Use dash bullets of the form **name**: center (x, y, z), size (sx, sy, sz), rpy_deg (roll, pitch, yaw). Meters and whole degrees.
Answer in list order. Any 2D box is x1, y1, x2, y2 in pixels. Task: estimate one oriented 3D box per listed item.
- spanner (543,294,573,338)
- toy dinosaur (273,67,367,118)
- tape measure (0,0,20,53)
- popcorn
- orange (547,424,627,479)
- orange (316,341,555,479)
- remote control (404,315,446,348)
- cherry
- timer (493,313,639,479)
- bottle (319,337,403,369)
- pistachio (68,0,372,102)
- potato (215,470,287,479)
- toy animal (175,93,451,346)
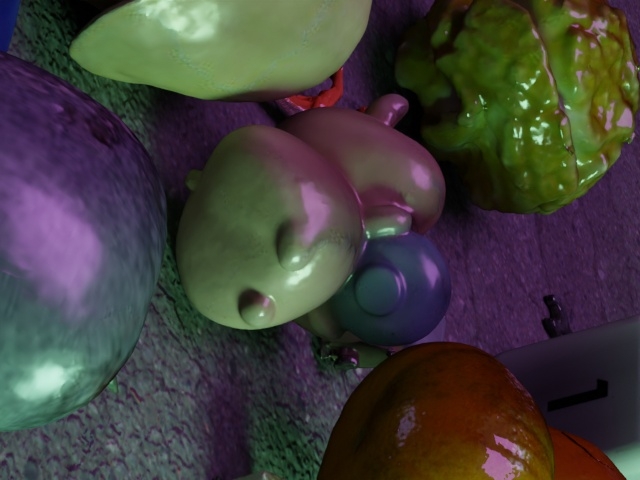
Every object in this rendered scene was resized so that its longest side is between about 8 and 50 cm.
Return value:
- **spanner**: center (0.326, 0.168, 2.383), size (0.254, 0.015, 0.054), rpy_deg (57, 30, -26)
- **toy dinosaur**: center (-0.003, -0.125, 1.928), size (0.279, 0.055, 0.101), rpy_deg (58, 37, -25)
- **tape measure**: center (-0.266, -0.177, 1.458), size (0.351, 0.098, 0.215), rpy_deg (41, 42, -47)
- **popcorn**: center (0.215, -0.159, 2.143), size (0.282, 0.247, 0.282), rpy_deg (11, 76, -50)
- **orange**: center (0.187, 0.287, 1.837), size (0.240, 0.240, 0.240), rpy_deg (37, 44, -47)
- **orange**: center (0.097, 0.198, 1.661), size (0.171, 0.240, 0.240), rpy_deg (26, 45, -15)
- **remote control**: center (0.103, 0.119, 2.002), size (0.061, 0.029, 0.162), rpy_deg (52, 34, -35)
- **cherry**: center (-0.221, 0.000, 1.311), size (0.296, 0.218, 0.255), rpy_deg (41, 43, -23)
- **timer**: center (0.303, 0.219, 2.125), size (0.192, 0.195, 0.194), rpy_deg (47, 36, -38)
- **bottle**: center (0.049, 0.057, 1.876), size (0.099, 0.099, 0.152), rpy_deg (44, 40, -41)
- **pistachio**: center (-0.081, -0.226, 1.662), size (0.321, 0.238, 0.229), rpy_deg (-13, 79, -41)
- **potato**: center (-0.047, 0.252, 1.633), size (0.086, 0.061, 0.122), rpy_deg (32, 47, -48)
- **toy animal**: center (-0.017, -0.012, 1.712), size (0.221, 0.210, 0.229), rpy_deg (14, 29, -28)
